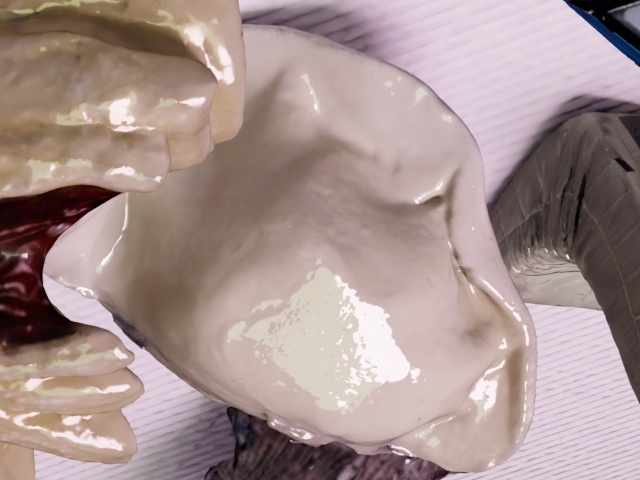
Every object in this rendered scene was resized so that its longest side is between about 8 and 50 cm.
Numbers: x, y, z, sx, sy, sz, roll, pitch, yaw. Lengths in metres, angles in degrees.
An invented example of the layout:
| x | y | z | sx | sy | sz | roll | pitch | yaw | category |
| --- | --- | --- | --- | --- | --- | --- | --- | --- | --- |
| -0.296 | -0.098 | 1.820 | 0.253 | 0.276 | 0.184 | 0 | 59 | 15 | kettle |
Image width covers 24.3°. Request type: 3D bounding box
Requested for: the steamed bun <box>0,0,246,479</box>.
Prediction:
| x | y | z | sx | sy | sz | roll | pitch | yaw | category |
| --- | --- | --- | --- | --- | --- | --- | --- | --- | --- |
| -0.226 | 0.025 | 0.746 | 0.428 | 0.189 | 0.247 | -13 | 150 | 1 | steamed bun |

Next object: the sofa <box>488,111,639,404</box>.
| x | y | z | sx | sy | sz | roll | pitch | yaw | category |
| --- | --- | --- | --- | --- | --- | --- | --- | --- | --- |
| 0.234 | 0.046 | 0.983 | 0.210 | 0.225 | 0.176 | 6 | 134 | -30 | sofa |

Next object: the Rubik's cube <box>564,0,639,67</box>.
| x | y | z | sx | sy | sz | roll | pitch | yaw | category |
| --- | --- | --- | --- | --- | --- | --- | --- | --- | --- |
| 0.262 | -0.090 | 0.882 | 0.284 | 0.250 | 0.234 | -21 | 162 | -2 | Rubik's cube |

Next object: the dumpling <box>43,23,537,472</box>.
| x | y | z | sx | sy | sz | roll | pitch | yaw | category |
| --- | --- | --- | --- | --- | --- | --- | --- | --- | --- |
| 0.000 | 0.000 | 0.893 | 0.318 | 0.187 | 0.243 | 23 | 108 | -11 | dumpling |

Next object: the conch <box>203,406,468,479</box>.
| x | y | z | sx | sy | sz | roll | pitch | yaw | category |
| --- | --- | --- | --- | --- | --- | --- | --- | --- | --- |
| 0.012 | 0.208 | 1.156 | 0.313 | 0.186 | 0.241 | -52 | 160 | 15 | conch |
